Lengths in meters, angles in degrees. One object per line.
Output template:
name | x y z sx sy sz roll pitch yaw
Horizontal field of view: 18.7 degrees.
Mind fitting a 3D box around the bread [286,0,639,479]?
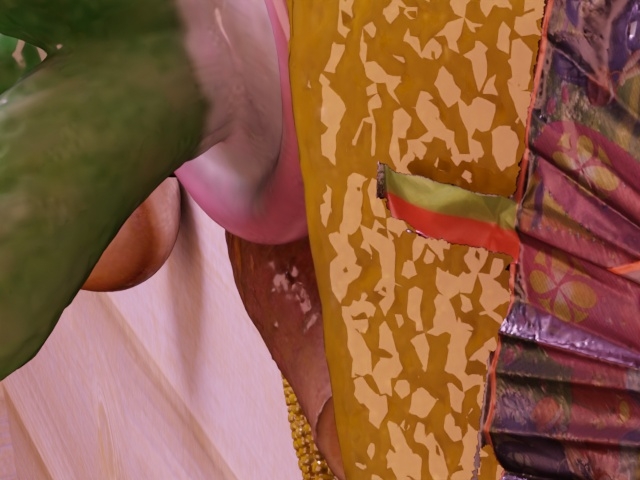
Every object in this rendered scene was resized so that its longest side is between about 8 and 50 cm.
bread | 0.144 0.034 0.556 0.333 0.143 0.323 0 100 50

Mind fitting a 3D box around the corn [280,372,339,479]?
corn | 0.021 0.147 1.292 0.080 0.080 0.238 175 81 -73

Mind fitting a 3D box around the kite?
kite | 0.076 -0.001 0.509 0.183 0.014 0.241 21 113 49

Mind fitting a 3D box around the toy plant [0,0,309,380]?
toy plant | -0.069 -0.121 0.908 0.210 0.356 0.317 166 89 -70

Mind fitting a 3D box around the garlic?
garlic | -0.180 -0.044 1.753 0.206 0.128 0.115 107 -172 -47

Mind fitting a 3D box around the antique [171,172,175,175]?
antique | -0.091 -0.134 1.192 0.278 0.223 0.129 -119 35 -45

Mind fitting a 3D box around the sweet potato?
sweet potato | -0.002 0.002 1.197 0.131 0.131 0.336 95 155 -43
